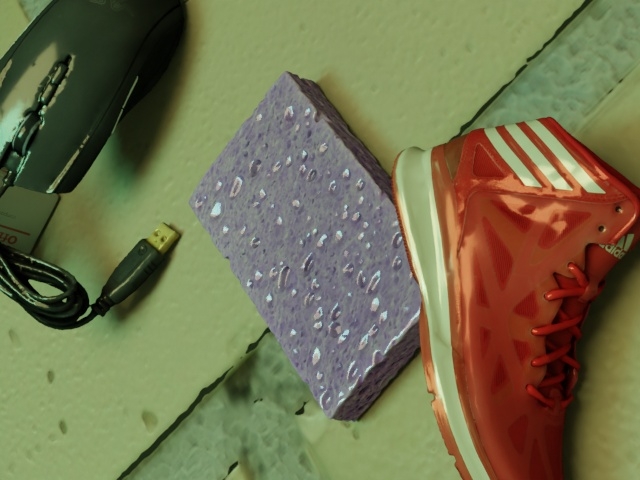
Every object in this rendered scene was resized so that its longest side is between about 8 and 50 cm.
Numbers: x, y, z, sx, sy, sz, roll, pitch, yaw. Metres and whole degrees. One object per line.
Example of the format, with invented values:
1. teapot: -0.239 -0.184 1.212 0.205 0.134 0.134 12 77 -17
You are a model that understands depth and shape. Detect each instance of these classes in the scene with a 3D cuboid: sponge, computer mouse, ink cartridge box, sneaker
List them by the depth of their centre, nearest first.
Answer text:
1. sneaker: 0.120 0.038 0.785 0.128 0.087 0.221 -20 80 22
2. sponge: 0.000 0.000 0.943 0.117 0.031 0.210 -51 50 19
3. computer mouse: -0.161 -0.070 1.055 0.184 0.060 0.262 37 78 7
4. ink cartridge box: -0.274 -0.044 1.157 0.180 0.104 0.060 36 101 42
